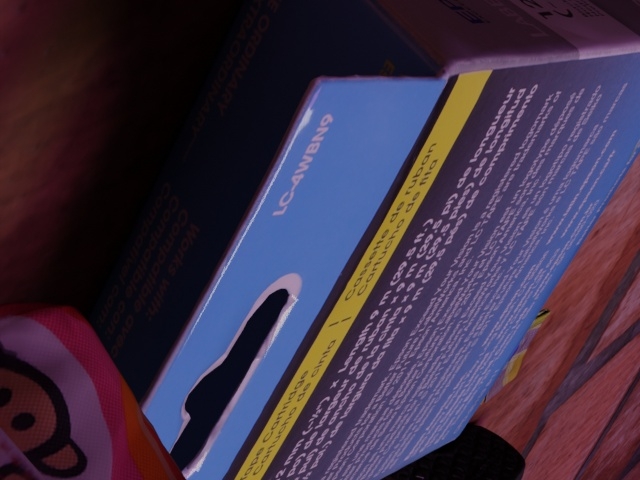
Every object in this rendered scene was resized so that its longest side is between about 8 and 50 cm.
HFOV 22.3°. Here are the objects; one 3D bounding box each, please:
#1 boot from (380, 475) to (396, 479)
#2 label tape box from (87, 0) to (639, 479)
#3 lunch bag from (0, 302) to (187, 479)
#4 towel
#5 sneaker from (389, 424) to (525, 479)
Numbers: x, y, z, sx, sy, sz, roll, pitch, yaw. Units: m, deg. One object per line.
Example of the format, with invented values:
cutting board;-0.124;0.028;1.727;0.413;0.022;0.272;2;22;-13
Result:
boot;-0.018;0.282;1.158;0.208;0.076;0.189;-54;-170;38
label tape box;0.000;0.000;0.662;0.348;0.115;0.249;-13;138;-57
lunch bag;-0.172;0.148;0.370;0.258;0.120;0.293;-39;179;37
towel;0.158;0.095;1.335;0.060;0.009;0.083;-31;152;-44
sneaker;0.101;0.225;1.323;0.097;0.084;0.235;-57;160;19
